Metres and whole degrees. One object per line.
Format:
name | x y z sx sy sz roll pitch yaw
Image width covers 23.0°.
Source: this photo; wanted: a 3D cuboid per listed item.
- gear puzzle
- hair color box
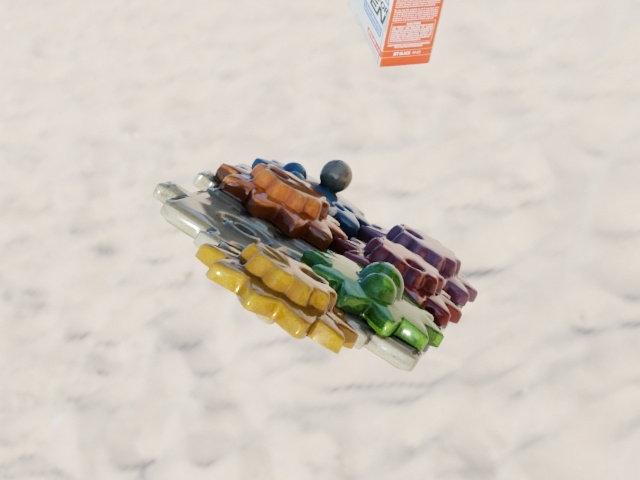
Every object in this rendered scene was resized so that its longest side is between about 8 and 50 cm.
gear puzzle | 0.000 0.000 0.874 0.044 0.175 0.339 -59 -7 12
hair color box | 0.071 -0.242 1.345 0.053 0.167 0.093 -6 47 -18
